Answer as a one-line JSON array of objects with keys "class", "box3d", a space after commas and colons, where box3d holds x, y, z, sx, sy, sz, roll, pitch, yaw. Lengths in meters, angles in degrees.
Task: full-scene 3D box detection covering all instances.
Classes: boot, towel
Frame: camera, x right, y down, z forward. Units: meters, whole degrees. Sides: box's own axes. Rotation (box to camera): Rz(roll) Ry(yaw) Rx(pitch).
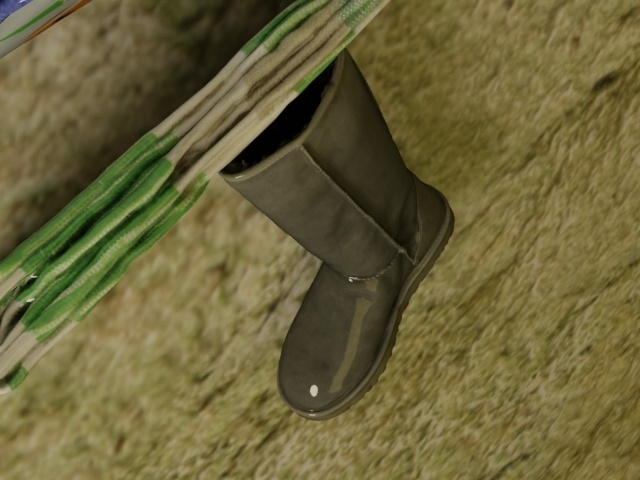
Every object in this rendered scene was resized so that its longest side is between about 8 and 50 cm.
[{"class": "boot", "box3d": [-0.002, 0.000, 0.868, 0.189, 0.076, 0.208, -63, 154, -9]}, {"class": "towel", "box3d": [-0.050, -0.062, 0.668, 0.325, 0.038, 0.248, -47, -172, -9]}]

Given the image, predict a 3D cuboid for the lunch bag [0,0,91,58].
[{"class": "lunch bag", "box3d": [-0.044, -0.236, 0.459, 0.328, 0.239, 0.385, -36, 160, -28]}]
